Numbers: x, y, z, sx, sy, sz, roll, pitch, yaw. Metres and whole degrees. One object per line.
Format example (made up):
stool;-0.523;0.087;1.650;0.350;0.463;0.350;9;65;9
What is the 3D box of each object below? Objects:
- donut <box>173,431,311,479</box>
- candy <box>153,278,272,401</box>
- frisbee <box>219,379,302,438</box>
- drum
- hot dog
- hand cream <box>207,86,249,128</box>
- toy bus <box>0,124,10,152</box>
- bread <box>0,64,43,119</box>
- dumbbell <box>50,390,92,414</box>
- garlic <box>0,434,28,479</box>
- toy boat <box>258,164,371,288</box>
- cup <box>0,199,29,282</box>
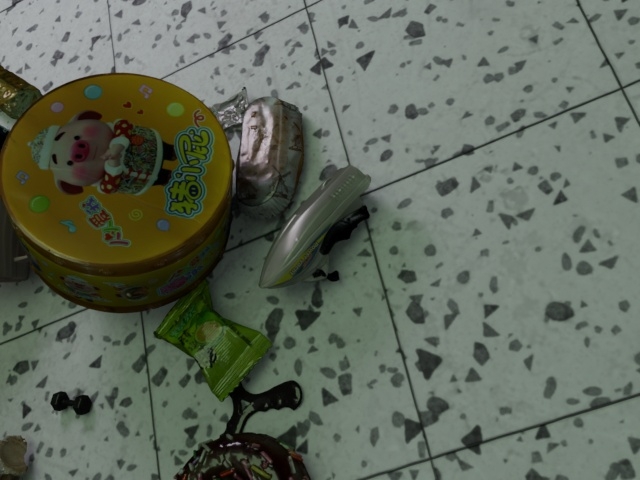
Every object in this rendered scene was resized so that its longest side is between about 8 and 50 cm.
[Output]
donut;-0.134;0.443;1.259;0.269;0.103;0.270;-8;66;19
candy;-0.207;0.175;1.430;0.246;0.069;0.149;36;81;33
frisbee;-0.150;0.289;1.392;0.211;0.012;0.187;-46;57;2
drum;-0.367;-0.087;1.439;0.430;0.214;0.431;4;62;-7
hot dog;-0.101;-0.167;1.532;0.144;0.075;0.268;-1;65;20
hand cream;-0.269;-0.260;1.667;0.256;0.050;0.084;-12;66;13
toy bus;-0.831;-0.203;1.879;0.101;0.088;0.175;14;76;31
bread;-0.814;-0.390;1.953;0.269;0.087;0.098;31;84;31
dumbbell;-0.494;0.322;1.524;0.083;0.040;0.036;2;37;26
garlic;-0.670;0.457;1.508;0.194;0.127;0.131;-37;60;29
toy boat;-0.002;-0.008;1.392;0.140;0.141;0.270;23;79;31
cup;-0.701;-0.046;1.665;0.288;0.208;0.273;1;85;-14
